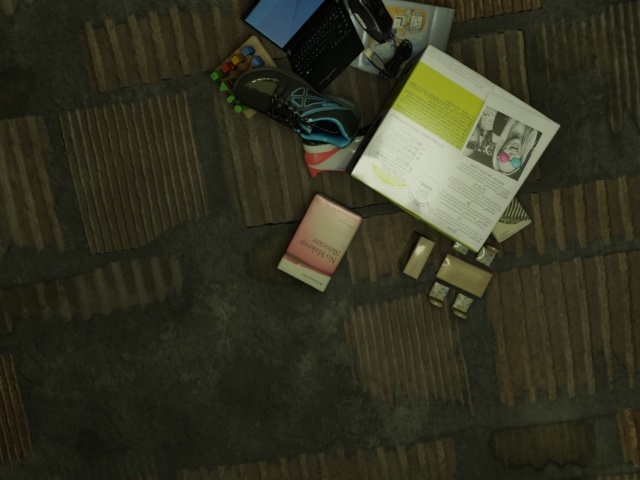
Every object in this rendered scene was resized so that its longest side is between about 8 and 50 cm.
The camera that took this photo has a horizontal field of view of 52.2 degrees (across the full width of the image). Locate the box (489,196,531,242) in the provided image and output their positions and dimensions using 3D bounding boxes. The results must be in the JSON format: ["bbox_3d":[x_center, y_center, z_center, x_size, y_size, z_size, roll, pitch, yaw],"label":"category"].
[{"bbox_3d":[0.449,-0.137,1.782,0.113,0.094,0.275,-35,96,6],"label":"box"}]

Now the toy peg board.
[{"bbox_3d":[-0.199,-0.430,1.744,0.160,0.079,0.161,-32,97,31],"label":"toy peg board"}]

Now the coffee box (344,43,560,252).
[{"bbox_3d":[0.284,-0.214,1.557,0.338,0.337,0.334,31,97,-4],"label":"coffee box"}]

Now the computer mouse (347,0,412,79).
[{"bbox_3d":[0.120,-0.518,1.607,0.060,0.184,0.262,-14,127,42],"label":"computer mouse"}]

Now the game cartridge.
[{"bbox_3d":[0.193,-0.532,1.716,0.297,0.062,0.198,5,109,-10],"label":"game cartridge"}]

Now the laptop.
[{"bbox_3d":[-0.050,-0.529,1.669,0.234,0.136,0.264,-37,67,41],"label":"laptop"}]

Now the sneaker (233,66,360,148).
[{"bbox_3d":[-0.059,-0.339,1.664,0.340,0.140,0.125,16,131,-6],"label":"sneaker"}]

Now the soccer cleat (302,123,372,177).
[{"bbox_3d":[0.112,-0.246,1.788,0.318,0.109,0.116,-7,124,-3],"label":"soccer cleat"}]

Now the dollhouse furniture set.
[{"bbox_3d":[0.349,0.077,1.782,0.242,0.161,0.212,25,98,-1],"label":"dollhouse furniture set"}]

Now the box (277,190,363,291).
[{"bbox_3d":[0.000,0.000,1.802,0.148,0.127,0.232,27,98,-2],"label":"box"}]
